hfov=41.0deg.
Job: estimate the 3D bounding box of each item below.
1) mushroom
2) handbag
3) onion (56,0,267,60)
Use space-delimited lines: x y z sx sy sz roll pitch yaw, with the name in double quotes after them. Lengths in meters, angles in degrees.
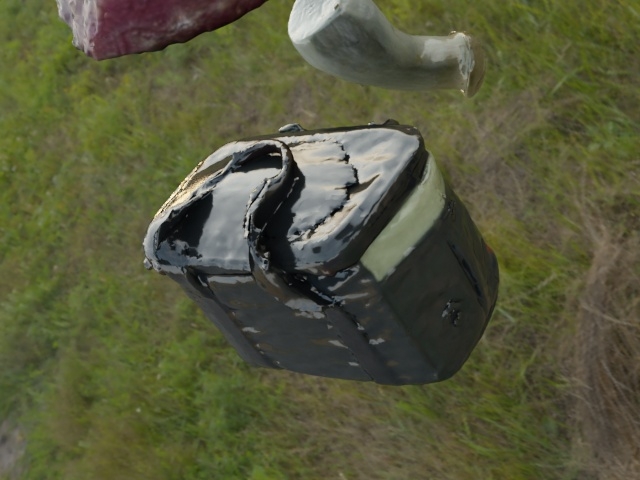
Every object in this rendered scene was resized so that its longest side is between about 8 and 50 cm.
0.076 -0.198 0.890 0.092 0.223 0.081 -63 30 24 "mushroom"
0.000 0.000 0.670 0.254 0.181 0.181 2 50 43 "handbag"
-0.070 -0.250 0.425 0.247 0.111 0.250 -29 79 -4 "onion"
